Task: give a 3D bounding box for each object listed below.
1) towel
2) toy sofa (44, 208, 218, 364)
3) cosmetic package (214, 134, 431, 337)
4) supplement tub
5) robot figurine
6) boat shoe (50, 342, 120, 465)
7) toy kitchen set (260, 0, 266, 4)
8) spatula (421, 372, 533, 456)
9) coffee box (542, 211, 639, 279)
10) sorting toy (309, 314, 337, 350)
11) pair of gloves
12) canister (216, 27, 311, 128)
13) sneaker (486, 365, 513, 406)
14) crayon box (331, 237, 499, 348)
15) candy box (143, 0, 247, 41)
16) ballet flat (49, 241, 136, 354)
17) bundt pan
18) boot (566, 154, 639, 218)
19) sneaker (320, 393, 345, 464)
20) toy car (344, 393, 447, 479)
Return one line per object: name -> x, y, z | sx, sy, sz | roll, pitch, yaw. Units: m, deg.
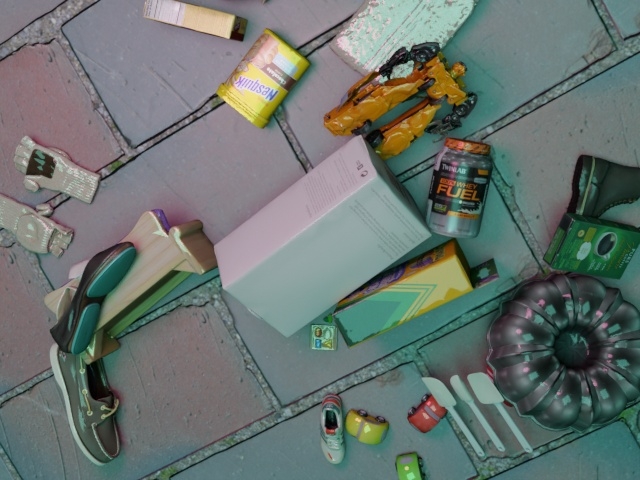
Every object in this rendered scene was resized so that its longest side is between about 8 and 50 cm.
towel -> 0.170, -0.438, 1.690 | 0.187, 0.049, 0.282 | 42, 105, 1
toy sofa -> -0.402, 0.089, 1.820 | 0.363, 0.150, 0.177 | -39, 87, 13
cosmetic package -> 0.000, 0.000, 1.695 | 0.385, 0.156, 0.217 | -34, 129, 14
supplement tub -> 0.280, -0.107, 1.695 | 0.117, 0.117, 0.190 | 10, 101, 7
robot figurine -> 0.160, -0.271, 1.663 | 0.291, 0.085, 0.211 | -32, 121, 20
boat shoe -> -0.517, 0.362, 1.907 | 0.091, 0.109, 0.304 | -18, 93, 16
toy kitchen set -> -0.126, -0.534, 1.710 | 0.075, 0.083, 0.068 | 37, 145, 1
spatula -> 0.335, 0.368, 1.757 | 0.168, 0.019, 0.242 | -18, 115, 40
coffee box -> 0.540, 0.012, 1.663 | 0.184, 0.040, 0.113 | 8, 116, -24
sorting toy -> 0.006, 0.202, 1.846 | 0.062, 0.012, 0.083 | 3, 101, 9
pair of gloves -> -0.624, -0.091, 1.877 | 0.204, 0.042, 0.240 | 32, 104, 2
canister -> -0.116, -0.336, 1.739 | 0.126, 0.073, 0.170 | 39, 102, 0
sneaker -> 0.456, 0.290, 1.773 | 0.221, 0.087, 0.128 | 12, 119, 5
crayon box -> 0.192, 0.091, 1.700 | 0.323, 0.203, 0.083 | -26, 95, 12
candy box -> -0.255, -0.455, 1.720 | 0.187, 0.109, 0.053 | 17, 102, 6
ballet flat -> -0.479, 0.103, 1.716 | 0.096, 0.095, 0.280 | 35, 102, 18
bundt pan -> 0.499, 0.212, 1.655 | 0.331, 0.124, 0.330 | 0, 76, 2
boot -> 0.572, -0.064, 1.684 | 0.137, 0.077, 0.197 | 9, 103, 1
sneaker -> 0.022, 0.425, 1.851 | 0.057, 0.075, 0.161 | 0, 100, 9
toy car -> 0.185, 0.461, 1.843 | 0.239, 0.053, 0.224 | -14, 97, 11
